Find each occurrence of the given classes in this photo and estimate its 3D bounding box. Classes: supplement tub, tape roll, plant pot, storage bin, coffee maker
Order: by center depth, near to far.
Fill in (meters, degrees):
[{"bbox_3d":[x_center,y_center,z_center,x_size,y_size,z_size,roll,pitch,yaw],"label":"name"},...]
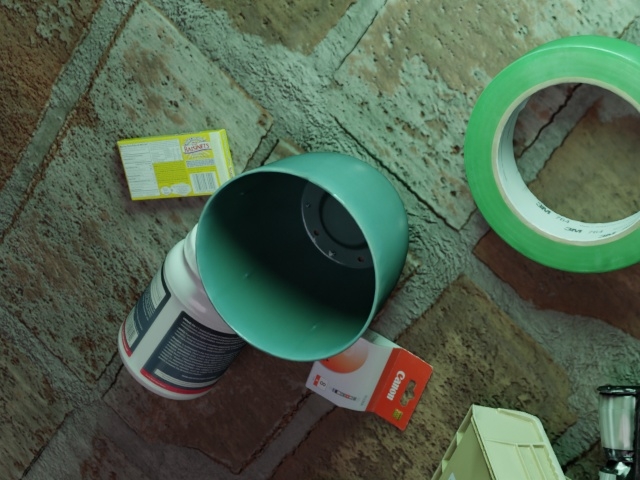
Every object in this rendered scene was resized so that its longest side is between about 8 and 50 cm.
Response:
[{"bbox_3d":[0.360,-0.116,1.621,0.321,0.077,0.321,11,114,25],"label":"tape roll"},{"bbox_3d":[0.472,0.297,1.672,0.171,0.120,0.178,-1,86,38],"label":"coffee maker"},{"bbox_3d":[0.000,0.000,1.763,0.293,0.235,0.293,11,114,25],"label":"plant pot"},{"bbox_3d":[0.257,0.431,1.797,0.123,0.260,0.262,12,122,-17],"label":"storage bin"},{"bbox_3d":[-0.197,0.114,1.940,0.191,0.191,0.272,42,123,7],"label":"supplement tub"}]

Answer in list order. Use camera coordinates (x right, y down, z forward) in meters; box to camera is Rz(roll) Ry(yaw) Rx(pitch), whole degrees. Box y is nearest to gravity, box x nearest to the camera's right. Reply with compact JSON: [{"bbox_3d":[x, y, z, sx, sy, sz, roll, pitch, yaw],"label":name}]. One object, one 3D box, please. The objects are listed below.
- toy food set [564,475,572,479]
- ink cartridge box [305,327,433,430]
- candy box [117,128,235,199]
[{"bbox_3d":[0.378,0.413,1.863,0.078,0.019,0.122,31,129,14],"label":"toy food set"},{"bbox_3d":[0.076,0.222,1.929,0.179,0.045,0.145,31,122,17],"label":"ink cartridge box"},{"bbox_3d":[-0.238,-0.124,1.964,0.206,0.027,0.105,-2,106,28],"label":"candy box"}]
